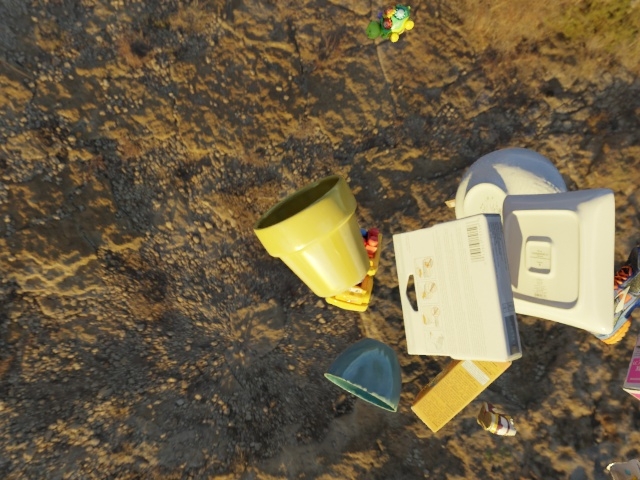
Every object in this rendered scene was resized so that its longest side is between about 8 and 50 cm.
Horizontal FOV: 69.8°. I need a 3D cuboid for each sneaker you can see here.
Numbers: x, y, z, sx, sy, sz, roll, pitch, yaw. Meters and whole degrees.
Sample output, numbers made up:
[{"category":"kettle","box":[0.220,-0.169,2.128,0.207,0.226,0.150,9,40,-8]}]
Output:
[{"category":"sneaker","box":[0.622,0.112,0.964,0.087,0.083,0.221,20,106,8]},{"category":"sneaker","box":[0.528,0.541,1.377,0.084,0.185,0.070,19,91,12]}]

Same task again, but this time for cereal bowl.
[{"category":"cereal bowl","box":[0.524,-0.097,1.340,0.141,0.339,0.339,-10,79,-33]}]

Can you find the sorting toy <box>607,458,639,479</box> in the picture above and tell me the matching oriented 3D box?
[{"category":"sorting toy","box":[0.678,0.518,0.997,0.045,0.075,0.083,12,35,-1]}]

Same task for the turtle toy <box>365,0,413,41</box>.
[{"category":"turtle toy","box":[0.184,-0.590,1.241,0.130,0.066,0.095,-34,49,20]}]

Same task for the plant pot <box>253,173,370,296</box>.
[{"category":"plant pot","box":[0.000,0.000,1.148,0.254,0.254,0.239,-35,108,-15]}]

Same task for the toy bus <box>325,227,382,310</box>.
[{"category":"toy bus","box":[0.109,0.063,1.321,0.149,0.211,0.220,15,57,-6]}]

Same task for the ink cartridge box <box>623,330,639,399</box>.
[{"category":"ink cartridge box","box":[0.749,0.212,0.939,0.186,0.065,0.311,34,72,-5]}]

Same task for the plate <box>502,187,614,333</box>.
[{"category":"plate","box":[0.477,0.036,0.971,0.045,0.277,0.278,-3,94,-21]}]

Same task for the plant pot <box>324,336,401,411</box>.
[{"category":"plant pot","box":[0.187,0.482,1.722,0.290,0.290,0.195,30,70,-2]}]

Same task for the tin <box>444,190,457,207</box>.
[{"category":"tin","box":[0.551,-0.173,1.783,0.106,0.189,0.040,-34,94,-6]}]

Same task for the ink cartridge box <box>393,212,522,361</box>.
[{"category":"ink cartridge box","box":[0.269,0.100,0.941,0.060,0.239,0.275,-2,83,-35]}]

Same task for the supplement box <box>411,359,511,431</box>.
[{"category":"supplement box","box":[0.303,0.304,0.996,0.080,0.078,0.233,42,106,14]}]
